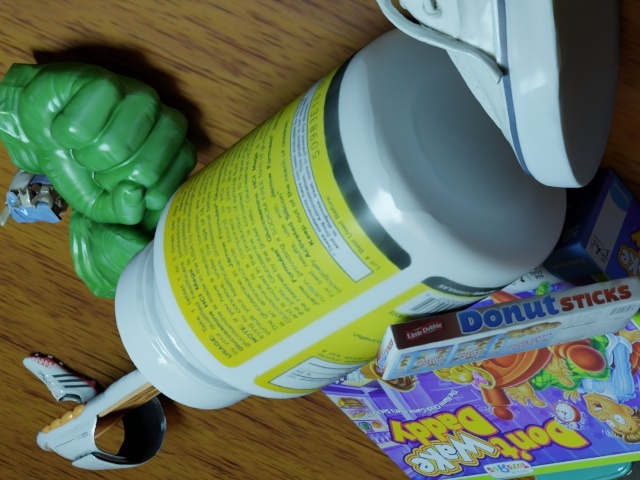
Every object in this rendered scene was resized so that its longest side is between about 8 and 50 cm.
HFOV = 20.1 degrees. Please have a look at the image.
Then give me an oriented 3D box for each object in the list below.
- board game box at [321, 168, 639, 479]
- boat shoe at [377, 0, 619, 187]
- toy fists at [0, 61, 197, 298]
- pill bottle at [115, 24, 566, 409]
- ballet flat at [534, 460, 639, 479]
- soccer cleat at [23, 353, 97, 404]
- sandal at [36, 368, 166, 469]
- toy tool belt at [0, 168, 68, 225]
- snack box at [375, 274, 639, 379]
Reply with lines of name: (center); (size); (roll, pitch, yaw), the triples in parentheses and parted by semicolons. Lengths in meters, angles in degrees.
board game box: (0.149, 0.083, 1.433); (0.347, 0.078, 0.233); (-17, 127, 45)
boat shoe: (0.076, -0.185, 1.082); (0.156, 0.136, 0.367); (5, 137, 28)
toy fists: (-0.156, -0.033, 1.471); (0.142, 0.096, 0.279); (4, 138, 28)
pill bottle: (0.000, 0.000, 1.292); (0.188, 0.188, 0.334); (40, 135, -18)
ballet flat: (0.281, 0.176, 1.490); (0.073, 0.080, 0.232); (17, 160, -40)
soccer cleat: (-0.267, 0.144, 1.827); (0.083, 0.036, 0.029); (27, 146, 0)
sandal: (-0.190, 0.182, 1.754); (0.265, 0.102, 0.076); (-35, 77, 51)
toy tool belt: (-0.241, -0.033, 1.566); (0.083, 0.051, 0.052); (-2, 136, 35)
snack box: (0.129, 0.060, 1.226); (0.178, 0.022, 0.064); (-11, 160, -12)
